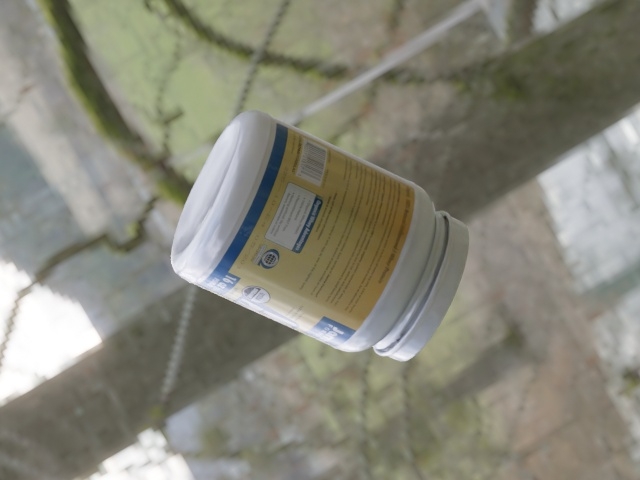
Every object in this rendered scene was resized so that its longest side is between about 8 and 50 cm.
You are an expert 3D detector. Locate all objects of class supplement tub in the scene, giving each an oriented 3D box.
[{"bbox_3d":[0.000,0.000,1.537,0.200,0.144,0.144,25,-172,-13],"label":"supplement tub"}]
